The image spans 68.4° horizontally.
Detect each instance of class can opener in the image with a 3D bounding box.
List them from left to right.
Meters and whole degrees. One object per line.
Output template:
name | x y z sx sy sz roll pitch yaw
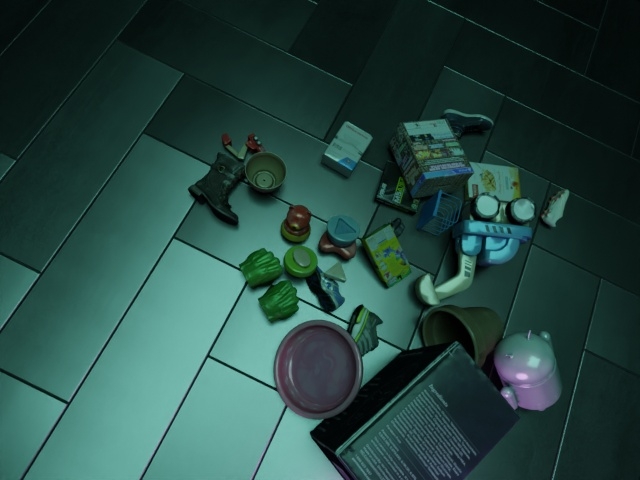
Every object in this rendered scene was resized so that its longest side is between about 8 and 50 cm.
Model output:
can opener | 0.272 -0.018 1.907 0.073 0.059 0.186 42 71 5

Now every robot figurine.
robot figurine | 0.743 0.465 1.688 0.300 0.200 0.353 -49 128 -21

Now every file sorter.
file sorter | 0.482 -0.107 1.911 0.105 0.170 0.118 20 70 -5

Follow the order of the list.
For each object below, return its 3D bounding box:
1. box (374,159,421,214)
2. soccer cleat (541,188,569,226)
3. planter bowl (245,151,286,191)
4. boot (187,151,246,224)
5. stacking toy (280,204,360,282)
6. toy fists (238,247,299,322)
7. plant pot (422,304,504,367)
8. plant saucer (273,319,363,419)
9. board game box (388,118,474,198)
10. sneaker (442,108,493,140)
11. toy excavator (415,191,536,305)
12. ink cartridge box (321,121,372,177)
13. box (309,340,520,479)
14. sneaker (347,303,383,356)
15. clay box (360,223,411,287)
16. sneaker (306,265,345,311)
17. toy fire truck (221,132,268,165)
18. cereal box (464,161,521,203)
box | 0.341 -0.224 1.993 0.184 0.045 0.190 22 69 -4
soccer cleat | 1.040 -0.143 2.070 0.076 0.068 0.196 43 72 -9
planter bowl | -0.221 -0.258 1.881 0.162 0.109 0.162 3 72 -9
boot | -0.366 -0.213 1.856 0.263 0.091 0.229 39 70 5
stacking toy | 0.000 0.000 1.781 0.309 0.130 0.279 10 52 -7
toy fists | -0.182 0.163 1.760 0.142 0.096 0.279 -30 80 -4
plant pot | 0.552 0.347 1.749 0.229 0.263 0.263 -12 74 -30
plant saucer | -0.002 0.445 1.638 0.332 0.084 0.332 -7 72 23
board game box | 0.456 -0.346 1.965 0.232 0.141 0.291 -9 64 -19
sneaker | 0.651 -0.489 2.098 0.226 0.086 0.163 12 60 5
toy excavator | 0.607 0.049 1.856 0.433 0.222 0.445 6 81 -1
ink cartridge box | 0.112 -0.384 1.990 0.140 0.082 0.190 31 69 2
box | 0.263 0.588 1.485 0.472 0.480 0.297 -38 83 -17
sneaker | 0.148 0.391 1.732 0.121 0.111 0.300 24 72 -5
clay box | 0.261 0.062 1.854 0.127 0.053 0.222 -30 104 -17
sneaker | 0.015 0.173 1.806 0.081 0.080 0.211 -17 71 -42
toy fire truck | -0.307 -0.373 1.939 0.135 0.047 0.192 -31 80 -16
cereal box | 0.751 -0.248 2.063 0.240 0.047 0.173 5 71 -7
